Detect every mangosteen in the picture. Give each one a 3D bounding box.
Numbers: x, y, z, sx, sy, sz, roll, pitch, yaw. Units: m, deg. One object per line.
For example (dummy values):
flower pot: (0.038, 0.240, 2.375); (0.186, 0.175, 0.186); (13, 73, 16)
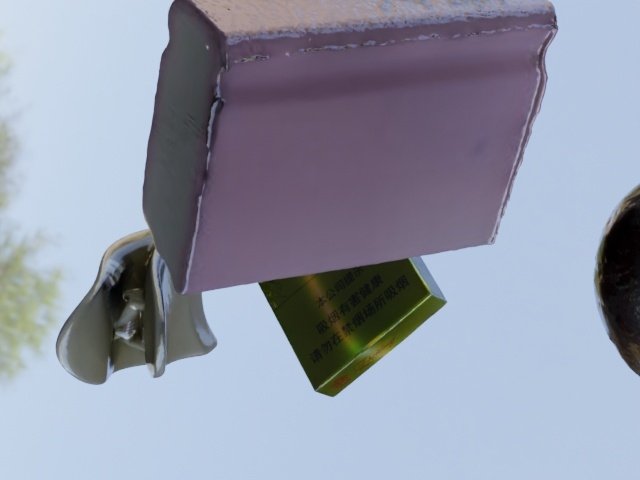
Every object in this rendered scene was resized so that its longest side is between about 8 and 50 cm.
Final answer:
mangosteen: (0.375, 0.036, 1.437); (0.231, 0.231, 0.289); (-67, -169, -5)

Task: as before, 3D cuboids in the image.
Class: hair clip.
hair clip: (-0.201, 0.084, 1.805); (0.282, 0.113, 0.173); (-56, 150, -70)

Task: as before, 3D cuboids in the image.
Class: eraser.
eraser: (0.024, -0.106, 1.478); (0.122, 0.359, 0.272); (51, -40, 42)

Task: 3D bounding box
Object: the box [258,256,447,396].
box: (0.000, 0.000, 1.753); (0.173, 0.043, 0.311); (-40, -125, 17)
